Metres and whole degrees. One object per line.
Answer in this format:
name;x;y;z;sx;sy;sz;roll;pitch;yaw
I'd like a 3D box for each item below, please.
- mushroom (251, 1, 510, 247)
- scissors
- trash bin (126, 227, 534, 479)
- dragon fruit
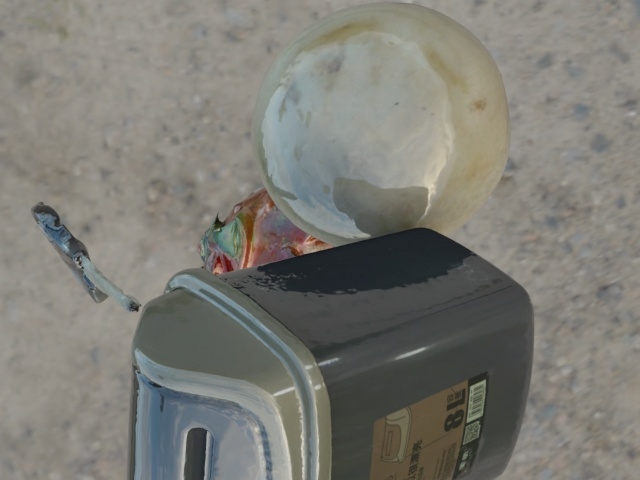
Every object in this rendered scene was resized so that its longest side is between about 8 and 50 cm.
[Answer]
mushroom;0.056;-0.080;1.221;0.207;0.215;0.207;-6;70;15
scissors;-0.196;0.027;1.307;0.109;0.022;0.300;58;167;-19
trash bin;-0.002;0.113;1.038;0.182;0.290;0.209;32;127;42
dragon fruit;-0.016;-0.008;1.692;0.269;0.200;0.198;133;147;-54
